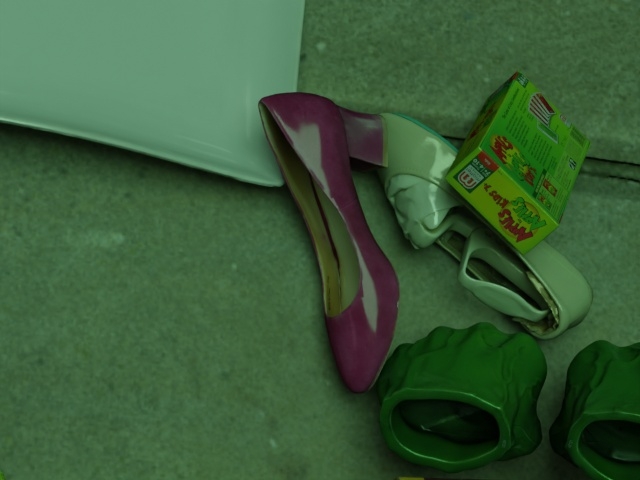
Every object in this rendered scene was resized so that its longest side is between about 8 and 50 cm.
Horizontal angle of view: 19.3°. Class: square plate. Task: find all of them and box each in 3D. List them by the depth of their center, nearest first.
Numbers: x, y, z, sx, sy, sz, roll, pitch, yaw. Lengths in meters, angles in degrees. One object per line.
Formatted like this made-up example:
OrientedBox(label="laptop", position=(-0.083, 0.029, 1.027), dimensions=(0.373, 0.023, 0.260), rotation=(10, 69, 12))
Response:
OrientedBox(label="square plate", position=(-0.176, -0.234, 1.581), dimensions=(0.344, 0.049, 0.347), rotation=(13, 70, -19))

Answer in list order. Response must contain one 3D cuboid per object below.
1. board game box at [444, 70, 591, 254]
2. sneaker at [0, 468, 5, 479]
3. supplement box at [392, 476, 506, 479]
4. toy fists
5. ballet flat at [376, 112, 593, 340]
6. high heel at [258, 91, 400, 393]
OrientedBox(label="board game box", position=(0.168, -0.068, 1.576), dimensions=(0.092, 0.043, 0.181), rotation=(44, 29, -6))
OrientedBox(label="sneaker", position=(-0.312, 0.272, 1.391), dimensions=(0.126, 0.091, 0.240), rotation=(7, 70, 7))
OrientedBox(label="supplement box", position=(0.126, 0.263, 1.437), dimensions=(0.194, 0.191, 0.129), rotation=(4, 71, -15))
OrientedBox(label="toy fists", position=(0.184, 0.133, 1.505), dimensions=(0.279, 0.096, 0.142), rotation=(5, 27, 13))
OrientedBox(label="ballet flat", position=(0.123, -0.007, 1.580), dimensions=(0.248, 0.086, 0.086), rotation=(40, 67, 1))
OrientedBox(label="high heel", position=(0.000, 0.000, 1.528), dimensions=(0.117, 0.082, 0.244), rotation=(8, 80, -32))
